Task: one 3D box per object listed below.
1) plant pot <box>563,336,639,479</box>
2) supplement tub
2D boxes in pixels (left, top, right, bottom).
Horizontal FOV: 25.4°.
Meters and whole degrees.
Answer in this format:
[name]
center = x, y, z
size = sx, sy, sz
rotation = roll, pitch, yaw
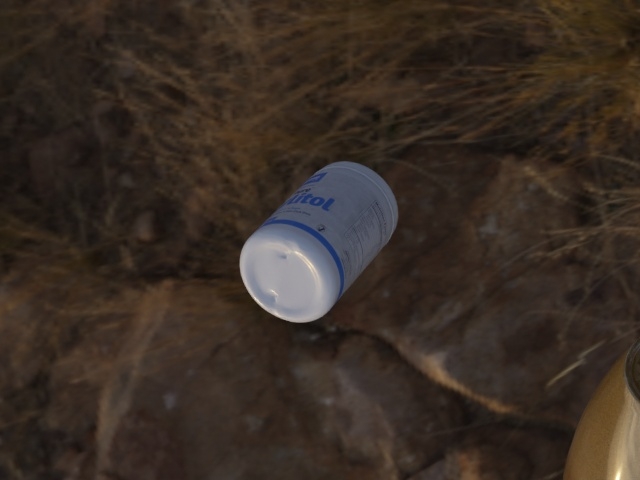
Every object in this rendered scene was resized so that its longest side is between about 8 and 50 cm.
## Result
[plant pot]
center = 0.389, 0.213, 1.569
size = 0.237, 0.237, 0.254
rotation = 26, 152, 25
[supplement tub]
center = 0.000, 0.000, 0.941
size = 0.071, 0.107, 0.071
rotation = 14, 124, 21
